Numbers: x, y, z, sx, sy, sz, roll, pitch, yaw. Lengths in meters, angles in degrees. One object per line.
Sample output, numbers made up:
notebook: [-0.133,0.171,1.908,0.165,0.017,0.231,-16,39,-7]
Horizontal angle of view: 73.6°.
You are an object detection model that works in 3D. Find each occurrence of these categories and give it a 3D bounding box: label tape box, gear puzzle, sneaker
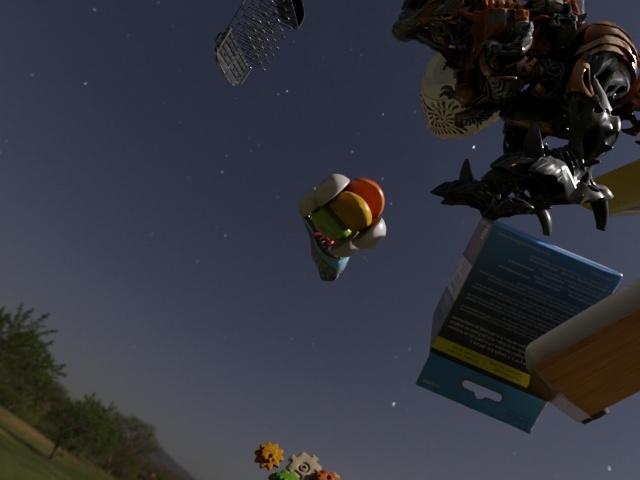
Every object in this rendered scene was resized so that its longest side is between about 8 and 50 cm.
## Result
label tape box: [0.350,0.154,0.809,0.240,0.106,0.334,23,-77,2]
gear puzzle: [-0.044,0.650,1.159,0.338,0.175,0.044,26,-59,33]
sneaker: [0.000,0.000,1.086,0.104,0.262,0.125,3,-54,-12]

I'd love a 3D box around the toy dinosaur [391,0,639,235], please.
toy dinosaur: [0.215,-0.131,0.388,0.321,0.219,0.164,22,-6,18]

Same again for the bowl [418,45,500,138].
bowl: [0.218,-0.256,0.680,0.170,0.170,0.080,-9,-24,43]

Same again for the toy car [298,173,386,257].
toy car: [0.057,-0.064,0.859,0.159,0.136,0.182,49,-30,-9]

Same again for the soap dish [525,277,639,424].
soap dish: [0.449,0.152,0.616,0.290,0.118,0.229,-32,-34,8]

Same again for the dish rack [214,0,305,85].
dish rack: [-0.147,-0.504,1.033,0.074,0.272,0.208,32,-1,8]

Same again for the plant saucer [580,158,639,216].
plant saucer: [0.761,-0.126,0.889,0.332,0.081,0.332,-3,-14,-25]
